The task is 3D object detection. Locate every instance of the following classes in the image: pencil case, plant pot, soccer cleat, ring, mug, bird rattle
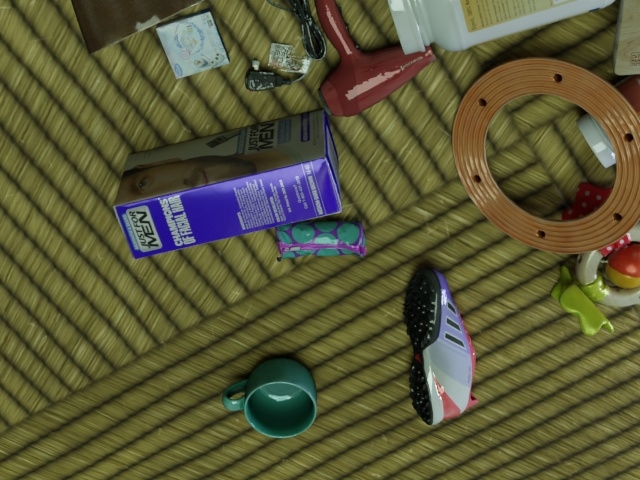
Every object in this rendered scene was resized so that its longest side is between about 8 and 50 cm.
[{"bbox_3d":[0.000,0.000,1.984,0.151,0.070,0.065,-2,120,-1],"label":"pencil case"},{"bbox_3d":[-0.286,-0.414,1.675,0.215,0.215,0.230,-24,104,12],"label":"plant pot"},{"bbox_3d":[0.220,0.179,2.087,0.116,0.108,0.318,-15,119,-18],"label":"soccer cleat"},{"bbox_3d":[0.364,-0.133,1.853,0.336,0.032,0.337,18,127,25],"label":"ring"},{"bbox_3d":[-0.083,0.271,2.126,0.157,0.097,0.129,31,116,-17],"label":"mug"},{"bbox_3d":[0.495,0.027,2.006,0.206,0.143,0.254,4,108,-17],"label":"bird rattle"}]

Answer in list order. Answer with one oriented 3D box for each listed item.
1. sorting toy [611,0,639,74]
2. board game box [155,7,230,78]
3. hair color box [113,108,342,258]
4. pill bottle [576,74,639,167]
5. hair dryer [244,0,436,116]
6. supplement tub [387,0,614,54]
[{"bbox_3d":[0.547,-0.372,1.661,0.257,0.089,0.256,-4,134,0],"label":"sorting toy"},{"bbox_3d":[-0.198,-0.306,1.829,0.090,0.020,0.090,-16,120,8],"label":"board game box"},{"bbox_3d":[-0.143,-0.092,1.861,0.338,0.185,0.110,-14,120,7],"label":"hair color box"},{"bbox_3d":[0.516,-0.208,1.838,0.216,0.121,0.121,-33,116,17],"label":"pill bottle"},{"bbox_3d":[0.034,-0.296,1.804,0.293,0.080,0.224,10,119,-7],"label":"hair dryer"},{"bbox_3d":[0.243,-0.399,1.659,0.316,0.228,0.228,-16,120,8],"label":"supplement tub"}]
